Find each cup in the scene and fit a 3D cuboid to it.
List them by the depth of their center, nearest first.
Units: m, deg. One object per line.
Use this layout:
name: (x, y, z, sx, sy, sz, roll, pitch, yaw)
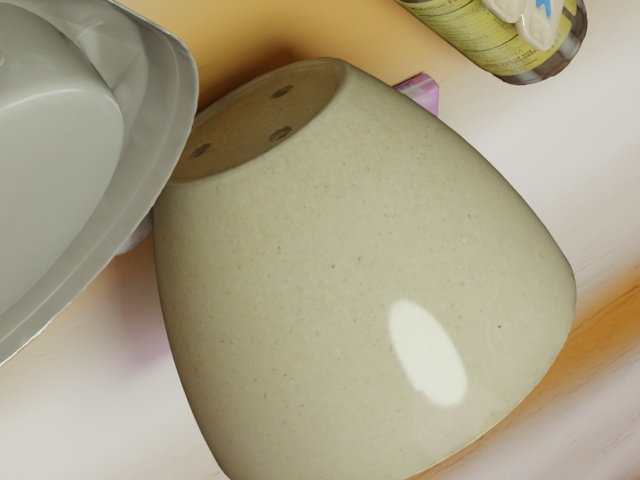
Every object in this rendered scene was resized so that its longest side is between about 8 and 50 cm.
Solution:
cup: (0.000, 0.000, 0.916, 0.331, 0.331, 0.237, -36, 116, -11)

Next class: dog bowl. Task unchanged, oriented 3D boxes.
dog bowl: (-0.229, -0.018, 0.669, 0.349, 0.102, 0.349, -45, 168, -12)

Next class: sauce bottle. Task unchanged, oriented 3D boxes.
sauce bottle: (0.093, -0.228, 0.903, 0.111, 0.111, 0.344, -51, 142, 10)

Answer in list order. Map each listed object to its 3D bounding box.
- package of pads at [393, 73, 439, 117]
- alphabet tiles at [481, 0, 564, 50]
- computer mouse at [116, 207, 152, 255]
package of pads: (0.069, -0.113, 1.061, 0.083, 0.032, 0.050, -28, 140, -20)
alphabet tiles: (0.159, -0.297, 0.872, 0.284, 0.021, 0.278, 21, 81, -51)
computer mouse: (-0.175, -0.040, 0.894, 0.106, 0.042, 0.193, -43, 144, -3)
